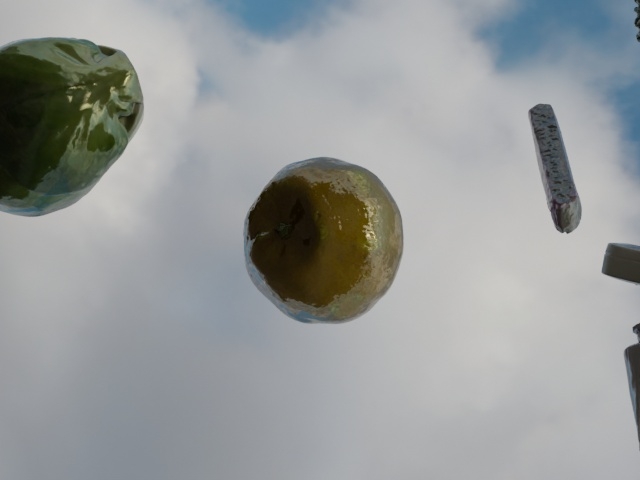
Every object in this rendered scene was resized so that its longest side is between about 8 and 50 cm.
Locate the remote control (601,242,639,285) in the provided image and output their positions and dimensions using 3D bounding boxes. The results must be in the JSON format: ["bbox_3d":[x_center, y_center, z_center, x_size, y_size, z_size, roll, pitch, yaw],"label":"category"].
[{"bbox_3d":[0.358,0.042,0.768,0.250,0.103,0.034,14,-84,28],"label":"remote control"}]

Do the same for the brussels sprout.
[{"bbox_3d":[-0.481,-0.212,1.696,0.354,0.281,0.289,-27,-90,-5],"label":"brussels sprout"}]

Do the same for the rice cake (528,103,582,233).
[{"bbox_3d":[0.257,-0.083,1.058,0.036,0.047,0.207,-16,-143,16],"label":"rice cake"}]

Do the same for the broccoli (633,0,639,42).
[{"bbox_3d":[0.499,-0.220,1.016,0.281,0.348,0.293,-21,-92,41],"label":"broccoli"}]

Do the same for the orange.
[{"bbox_3d":[0.000,0.000,1.551,0.279,0.235,0.279,-3,-95,44],"label":"orange"}]

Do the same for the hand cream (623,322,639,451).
[{"bbox_3d":[0.352,0.156,1.011,0.053,0.084,0.142,-22,-122,41],"label":"hand cream"}]
